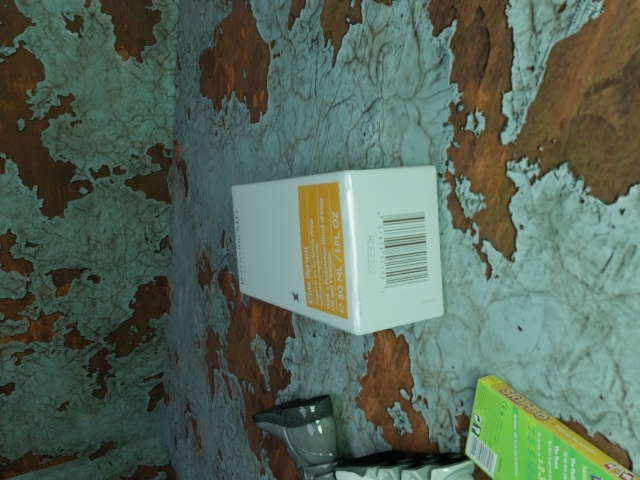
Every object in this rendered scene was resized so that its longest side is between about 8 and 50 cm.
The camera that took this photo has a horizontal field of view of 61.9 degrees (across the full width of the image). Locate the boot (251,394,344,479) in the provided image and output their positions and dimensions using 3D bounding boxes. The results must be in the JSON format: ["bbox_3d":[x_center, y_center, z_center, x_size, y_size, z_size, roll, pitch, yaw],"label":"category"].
[{"bbox_3d":[-0.044,0.472,1.177,0.338,0.118,0.223,-38,68,62],"label":"boot"}]

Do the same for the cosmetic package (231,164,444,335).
[{"bbox_3d":[0.000,0.000,0.931,0.453,0.161,0.230,4,100,62],"label":"cosmetic package"}]

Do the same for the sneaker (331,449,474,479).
[{"bbox_3d":[0.122,0.415,0.843,0.330,0.122,0.147,-32,66,59],"label":"sneaker"}]

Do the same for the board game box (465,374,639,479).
[{"bbox_3d":[0.277,0.278,0.622,0.259,0.039,0.124,36,128,56],"label":"board game box"}]
